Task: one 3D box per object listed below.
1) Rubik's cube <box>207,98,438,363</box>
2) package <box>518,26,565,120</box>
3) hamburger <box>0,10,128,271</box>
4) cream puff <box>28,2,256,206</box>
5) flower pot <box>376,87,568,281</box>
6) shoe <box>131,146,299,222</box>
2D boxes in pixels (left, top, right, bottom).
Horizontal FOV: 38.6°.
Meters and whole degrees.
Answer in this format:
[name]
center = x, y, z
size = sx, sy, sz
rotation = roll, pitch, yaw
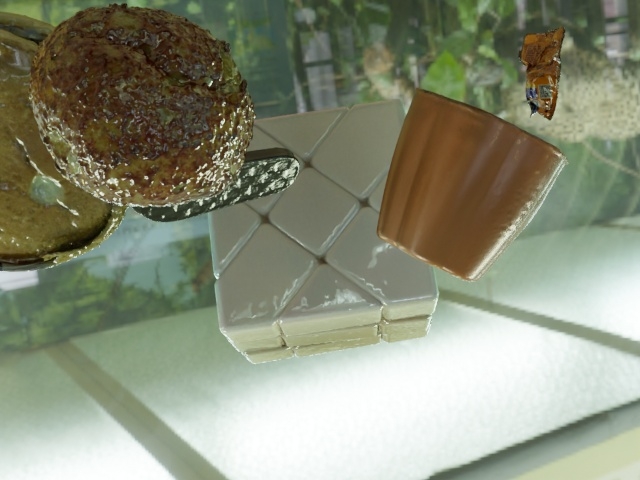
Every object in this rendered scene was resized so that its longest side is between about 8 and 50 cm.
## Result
[Rubik's cube]
center = 0.000, 0.000, 1.438
size = 0.318, 0.322, 0.316
rotation = -9, 165, 1
[package]
center = 0.269, -0.203, 1.116
size = 0.033, 0.111, 0.077
rotation = -3, -170, -8
[hamburger]
center = -0.375, -0.120, 1.178
size = 0.276, 0.318, 0.195
rotation = 6, -160, -22
[cream puff]
center = -0.106, -0.092, 0.574
size = 0.149, 0.149, 0.084
rotation = -13, 159, -29
[flower pot]
center = 0.154, -0.055, 1.023
size = 0.190, 0.173, 0.190
rotation = 26, -173, -3
[shoe]
center = -0.110, -0.067, 0.904
size = 0.179, 0.071, 0.049
rotation = -13, -129, -26
